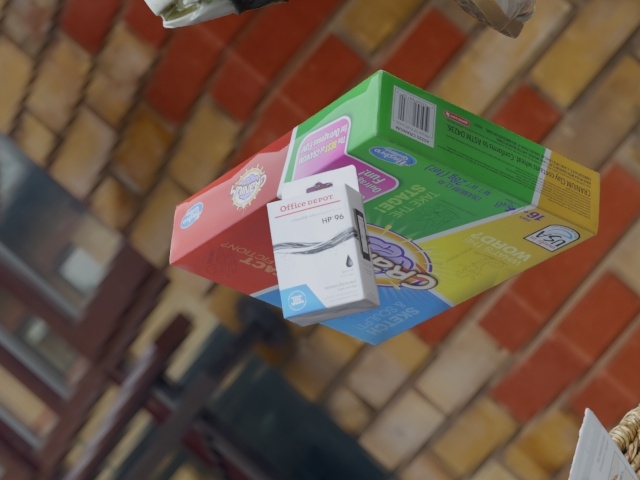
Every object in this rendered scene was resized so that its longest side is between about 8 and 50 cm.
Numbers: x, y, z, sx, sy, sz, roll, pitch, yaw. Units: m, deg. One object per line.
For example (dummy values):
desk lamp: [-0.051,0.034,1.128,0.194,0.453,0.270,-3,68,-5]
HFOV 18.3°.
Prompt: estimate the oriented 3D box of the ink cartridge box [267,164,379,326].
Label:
ink cartridge box: [0.000,0.000,1.084,0.048,0.083,0.028,-15,-17,18]

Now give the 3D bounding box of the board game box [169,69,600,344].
board game box: [0.052,-0.018,1.756,0.316,0.242,0.064,-31,45,48]

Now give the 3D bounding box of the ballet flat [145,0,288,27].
ballet flat: [-0.080,-0.187,1.250,0.096,0.095,0.280,-33,-6,4]

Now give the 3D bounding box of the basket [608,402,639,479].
basket: [0.248,0.266,1.761,0.299,0.223,0.213,-60,17,29]

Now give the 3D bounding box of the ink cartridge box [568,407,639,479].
ink cartridge box: [0.161,0.208,1.121,0.045,0.179,0.145,-18,31,33]

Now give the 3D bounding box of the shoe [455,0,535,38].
shoe: [0.135,-0.207,1.595,0.058,0.076,0.219,-57,-9,7]
